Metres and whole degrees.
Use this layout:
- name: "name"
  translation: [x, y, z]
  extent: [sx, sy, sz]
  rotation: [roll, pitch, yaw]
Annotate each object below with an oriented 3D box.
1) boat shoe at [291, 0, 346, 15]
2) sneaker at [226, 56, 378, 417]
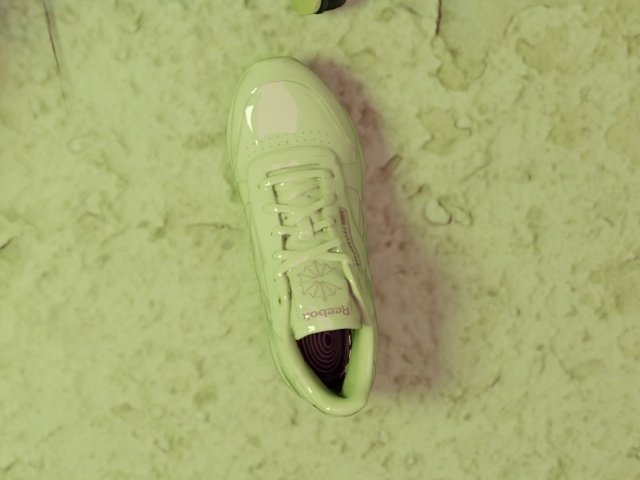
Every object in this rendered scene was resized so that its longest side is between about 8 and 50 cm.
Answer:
- name: "boat shoe"
  translation: [-0.012, -0.252, 1.079]
  extent: [0.042, 0.049, 0.133]
  rotation: [-19, 98, -35]
- name: "sneaker"
  translation: [0.000, 0.000, 1.073]
  extent: [0.114, 0.152, 0.305]
  rotation: [-13, 102, -6]
